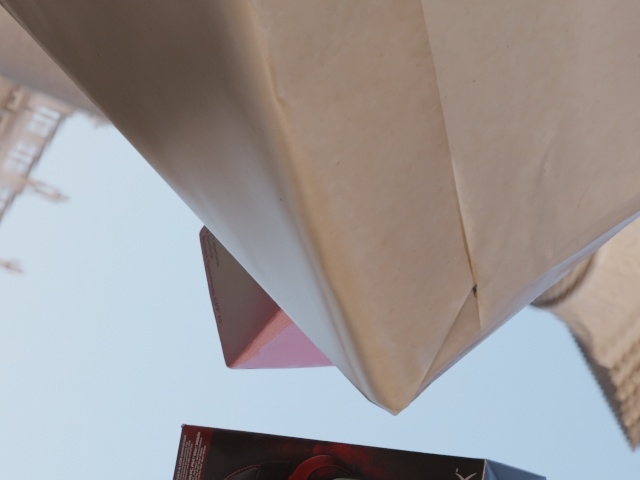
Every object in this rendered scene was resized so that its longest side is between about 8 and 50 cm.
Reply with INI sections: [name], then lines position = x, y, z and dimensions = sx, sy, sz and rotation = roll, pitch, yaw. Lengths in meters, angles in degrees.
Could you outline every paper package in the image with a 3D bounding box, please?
[paper package]
position = -0.032, -0.156, 0.483
dimensions = 0.168, 0.309, 0.325
rotation = -34, -128, -15

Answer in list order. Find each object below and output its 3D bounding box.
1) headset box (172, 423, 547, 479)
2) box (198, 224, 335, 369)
[headset box]
position = -0.001, 0.256, 1.044
dimensions = 0.293, 0.110, 0.218
rotation = 2, -104, 34
[box]
position = 0.000, 0.000, 1.253
dimensions = 0.232, 0.126, 0.149
rotation = -50, -133, 51
